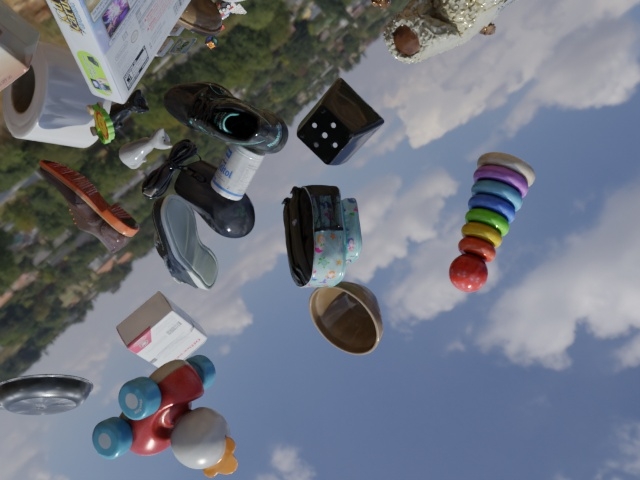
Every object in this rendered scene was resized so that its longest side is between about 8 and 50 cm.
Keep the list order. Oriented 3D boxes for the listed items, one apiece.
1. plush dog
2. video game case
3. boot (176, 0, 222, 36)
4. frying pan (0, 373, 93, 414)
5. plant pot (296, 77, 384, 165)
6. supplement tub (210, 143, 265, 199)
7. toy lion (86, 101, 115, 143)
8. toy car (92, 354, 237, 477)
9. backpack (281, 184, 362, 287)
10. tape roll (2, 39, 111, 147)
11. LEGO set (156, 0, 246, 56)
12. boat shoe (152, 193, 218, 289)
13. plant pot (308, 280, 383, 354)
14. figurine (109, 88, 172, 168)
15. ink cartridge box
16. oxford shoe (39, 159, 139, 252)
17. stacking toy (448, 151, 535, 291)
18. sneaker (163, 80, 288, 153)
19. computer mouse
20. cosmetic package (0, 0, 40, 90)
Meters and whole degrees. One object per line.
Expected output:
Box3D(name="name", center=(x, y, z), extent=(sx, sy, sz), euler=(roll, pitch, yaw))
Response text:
Box3D(name="plush dog", center=(0.210, -0.461, 1.123), extent=(0.262, 0.226, 0.210), euler=(-41, 165, 32))
Box3D(name="video game case", center=(-0.269, -0.374, 0.891), extent=(0.244, 0.061, 0.270), euler=(90, 20, -63))
Box3D(name="boot", center=(-0.284, -0.516, 1.183), extent=(0.115, 0.305, 0.112), euler=(-33, -162, 37))
Box3D(name="frying pan", center=(-0.631, 0.314, 1.297), extent=(0.197, 0.325, 0.053), euler=(-45, -133, 48))
Box3D(name="plant pot", center=(0.038, -0.321, 1.828), extent=(0.188, 0.187, 0.167), euler=(-45, -178, 32))
Box3D(name="supplement tub", center=(-0.163, -0.140, 1.256), extent=(0.107, 0.071, 0.071), euler=(-59, -175, 19))
Box3D(name="toy lion", center=(-0.490, -0.258, 1.444), extent=(0.034, 0.096, 0.100), euler=(-25, 149, -29))
Box3D(name="toy car", center=(-0.262, 0.374, 1.232), extent=(0.210, 0.238, 0.219), euler=(-54, 162, 17))
Box3D(name="backpack", center=(0.000, 0.000, 1.699), extent=(0.225, 0.190, 0.254), euler=(142, -51, -65))
Box3D(name="tape roll", center=(-0.660, -0.364, 1.597), extent=(0.246, 0.246, 0.169), euler=(-37, 155, 33))
Box3D(name="LEGO set", center=(-0.293, -0.499, 1.529), extent=(0.244, 0.060, 0.183), euler=(18, -110, 43))
Box3D(name="boat shoe", center=(-0.309, 0.011, 1.373), extent=(0.303, 0.091, 0.114), euler=(77, 24, -50))
Box3D(name="plant pot", center=(0.091, 0.202, 1.837), extent=(0.237, 0.237, 0.109), euler=(-33, -174, 47))
Box3D(name="figurine", center=(-0.582, -0.354, 2.028), extent=(0.209, 0.215, 0.092), euler=(-16, -157, 37))
Box3D(name="ink cartridge box", center=(-0.437, 0.259, 1.787), extent=(0.158, 0.092, 0.218), euler=(-40, 145, -6))
Box3D(name="oxford shoe", center=(-0.558, -0.080, 1.490), extent=(0.098, 0.271, 0.097), euler=(-48, -178, 11))
Box3D(name="stacking toy", center=(0.383, -0.035, 1.499), extent=(0.331, 0.141, 0.141), euler=(-66, -165, -12))
Box3D(name="sneaker", center=(-0.190, -0.242, 1.203), extent=(0.106, 0.267, 0.101), euler=(-9, 118, -71))
Box3D(name="computer mouse", center=(-0.265, -0.112, 1.508), extent=(0.189, 0.272, 0.072), euler=(-56, -172, -28))
Box3D(name="cosmetic package", center=(-0.708, -0.422, 1.205), extent=(0.153, 0.296, 0.129), euler=(-26, -132, 23))
